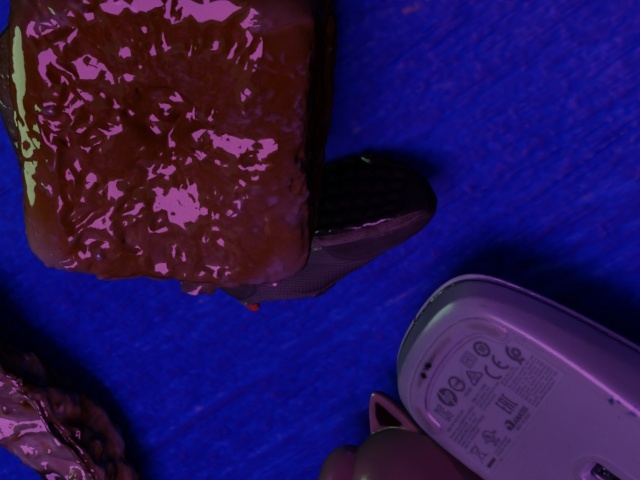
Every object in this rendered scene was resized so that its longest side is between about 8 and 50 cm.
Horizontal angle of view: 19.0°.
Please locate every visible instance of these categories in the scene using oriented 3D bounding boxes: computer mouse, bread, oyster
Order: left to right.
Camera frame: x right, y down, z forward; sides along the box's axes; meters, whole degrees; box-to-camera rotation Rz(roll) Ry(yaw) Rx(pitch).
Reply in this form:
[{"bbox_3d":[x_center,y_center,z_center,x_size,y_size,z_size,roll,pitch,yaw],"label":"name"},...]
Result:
[{"bbox_3d":[-0.217,0.147,1.489,0.129,0.078,0.345,-10,124,51],"label":"oyster"},{"bbox_3d":[-0.090,-0.093,1.192,0.196,0.176,0.246,5,124,3],"label":"bread"},{"bbox_3d":[0.192,0.122,1.292,0.288,0.097,0.159,35,137,7],"label":"computer mouse"}]

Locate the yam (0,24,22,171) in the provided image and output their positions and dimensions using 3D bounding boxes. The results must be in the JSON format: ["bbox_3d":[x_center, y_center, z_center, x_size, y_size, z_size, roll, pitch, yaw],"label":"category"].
[{"bbox_3d":[-0.184,-0.087,1.299,0.070,0.069,0.146,1,126,21],"label":"yam"}]

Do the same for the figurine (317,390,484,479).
[{"bbox_3d":[0.066,0.188,1.370,0.138,0.125,0.125,46,133,20],"label":"figurine"}]

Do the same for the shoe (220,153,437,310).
[{"bbox_3d":[0.002,0.000,1.297,0.194,0.074,0.077,-13,131,31],"label":"shoe"}]
